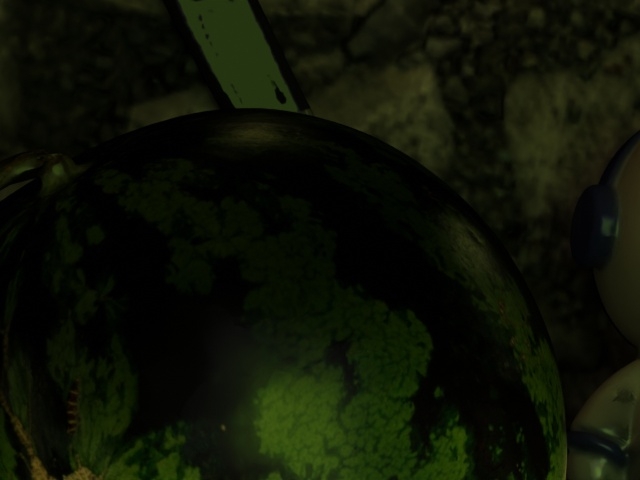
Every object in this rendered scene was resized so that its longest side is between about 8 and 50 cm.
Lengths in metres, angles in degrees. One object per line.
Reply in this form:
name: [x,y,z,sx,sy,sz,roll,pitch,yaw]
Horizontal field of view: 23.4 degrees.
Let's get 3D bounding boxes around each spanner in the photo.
spanner: [0.000,0.000,0.736,0.087,0.024,0.316,-28,97,-7]

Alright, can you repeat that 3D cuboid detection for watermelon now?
watermelon: [-0.034,0.071,0.605,0.269,0.269,0.269,0,90,-14]

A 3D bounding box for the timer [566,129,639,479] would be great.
timer: [0.184,0.122,0.690,0.270,0.270,0.384,12,72,-13]
